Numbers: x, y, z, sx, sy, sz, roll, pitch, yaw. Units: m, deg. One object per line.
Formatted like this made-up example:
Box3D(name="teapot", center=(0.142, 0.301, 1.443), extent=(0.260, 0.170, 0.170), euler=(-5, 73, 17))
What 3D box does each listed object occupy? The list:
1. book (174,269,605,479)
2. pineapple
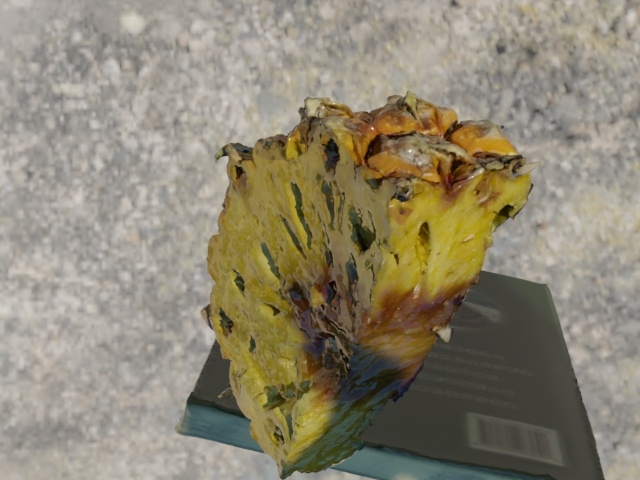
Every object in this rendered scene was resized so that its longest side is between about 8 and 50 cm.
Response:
Box3D(name="book", center=(0.056, 0.079, 0.902), extent=(0.260, 0.371, 0.043), euler=(13, 107, 1))
Box3D(name="pineapple", center=(0.001, 0.000, 0.586), extent=(0.079, 0.135, 0.233), euler=(-4, 143, -30))
